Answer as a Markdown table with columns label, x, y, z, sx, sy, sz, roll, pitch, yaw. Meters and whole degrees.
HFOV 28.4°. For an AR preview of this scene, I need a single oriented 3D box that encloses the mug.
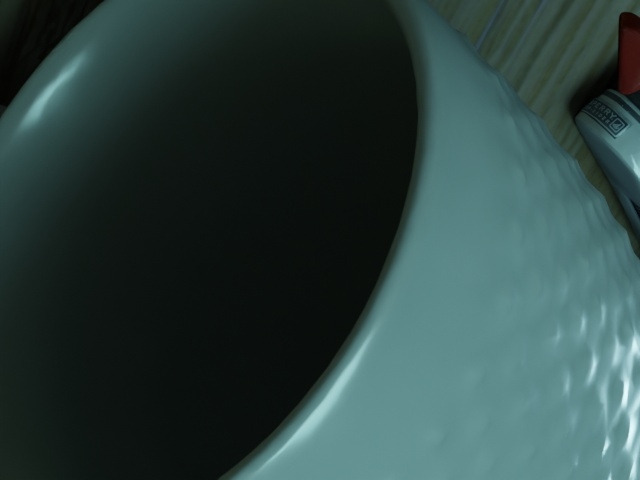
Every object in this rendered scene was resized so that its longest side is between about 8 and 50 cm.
| label | x | y | z | sx | sy | sz | roll | pitch | yaw |
| --- | --- | --- | --- | --- | --- | --- | --- | --- | --- |
| mug | 0.025 | 0.017 | 0.632 | 0.276 | 0.374 | 0.328 | -20 | 143 | 31 |

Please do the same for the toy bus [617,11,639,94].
| label | x | y | z | sx | sy | sz | roll | pitch | yaw |
| --- | --- | --- | --- | --- | --- | --- | --- | --- | --- |
| toy bus | 0.125 | -0.189 | 0.668 | 0.104 | 0.191 | 0.202 | 1 | 145 | 11 |

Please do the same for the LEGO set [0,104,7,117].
| label | x | y | z | sx | sy | sz | roll | pitch | yaw |
| --- | --- | --- | --- | --- | --- | --- | --- | --- | --- |
| LEGO set | -0.244 | -0.090 | 0.553 | 0.132 | 0.107 | 0.287 | -60 | 143 | -26 |

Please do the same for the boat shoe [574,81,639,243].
| label | x | y | z | sx | sy | sz | roll | pitch | yaw |
| --- | --- | --- | --- | --- | --- | --- | --- | --- | --- |
| boat shoe | 0.292 | -0.030 | 0.960 | 0.102 | 0.108 | 0.301 | -39 | 132 | 3 |
